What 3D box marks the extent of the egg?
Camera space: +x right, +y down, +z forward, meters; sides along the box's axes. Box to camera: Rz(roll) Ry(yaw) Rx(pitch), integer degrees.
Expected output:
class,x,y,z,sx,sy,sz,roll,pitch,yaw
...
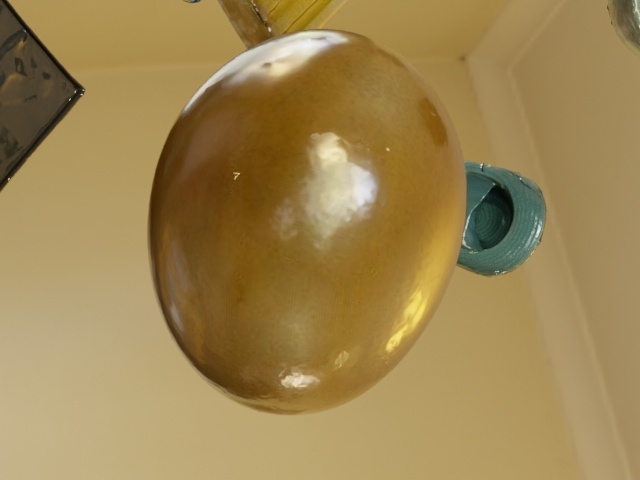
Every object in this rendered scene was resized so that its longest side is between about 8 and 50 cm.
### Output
class,x,y,z,sx,sy,sz,roll,pitch,yaw
egg,-0.013,-0.014,1.098,0.282,0.283,0.351,-142,-121,-65

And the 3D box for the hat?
class,x,y,z,sx,sy,sz,roll,pitch,yaw
hat,0.192,-0.033,1.538,0.138,0.191,0.078,-68,164,0

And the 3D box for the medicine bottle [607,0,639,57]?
class,x,y,z,sx,sy,sz,roll,pitch,yaw
medicine bottle,0.354,-0.235,1.163,0.143,0.147,0.147,-70,158,-81

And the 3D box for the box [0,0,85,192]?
class,x,y,z,sx,sy,sz,roll,pitch,yaw
box,-0.546,-0.179,1.668,0.204,0.345,0.251,6,-37,44

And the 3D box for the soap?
class,x,y,z,sx,sy,sz,roll,pitch,yaw
soap,-0.034,-0.373,1.751,0.073,0.232,0.140,5,-44,47

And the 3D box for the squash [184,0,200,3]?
class,x,y,z,sx,sy,sz,roll,pitch,yaw
squash,-0.140,-0.449,1.528,0.094,0.095,0.340,131,-26,-65
